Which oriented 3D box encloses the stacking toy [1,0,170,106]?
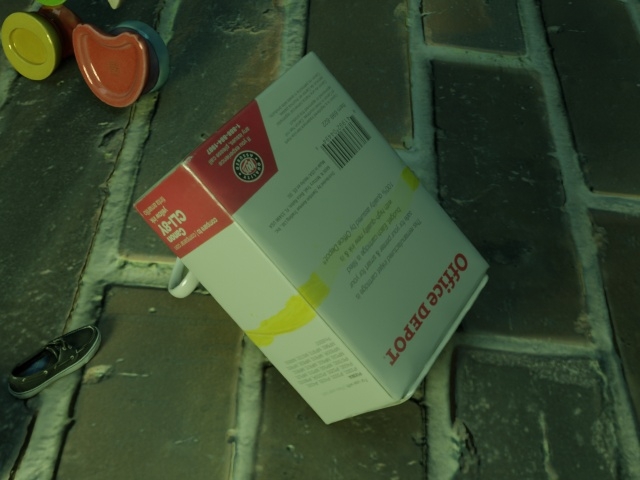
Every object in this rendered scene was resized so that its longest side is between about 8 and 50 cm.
[{"bbox_3d":[-0.388,-0.394,1.585,0.309,0.279,0.130,23,36,17],"label":"stacking toy"}]

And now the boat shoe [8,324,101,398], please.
[{"bbox_3d":[-0.343,0.151,1.198,0.049,0.040,0.142,32,50,23],"label":"boat shoe"}]

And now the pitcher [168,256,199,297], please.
[{"bbox_3d":[-0.168,-0.024,1.347,0.125,0.178,0.207,37,16,-30],"label":"pitcher"}]

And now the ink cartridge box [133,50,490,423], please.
[{"bbox_3d":[0.000,0.000,1.187,0.385,0.160,0.279,49,50,-8],"label":"ink cartridge box"}]
